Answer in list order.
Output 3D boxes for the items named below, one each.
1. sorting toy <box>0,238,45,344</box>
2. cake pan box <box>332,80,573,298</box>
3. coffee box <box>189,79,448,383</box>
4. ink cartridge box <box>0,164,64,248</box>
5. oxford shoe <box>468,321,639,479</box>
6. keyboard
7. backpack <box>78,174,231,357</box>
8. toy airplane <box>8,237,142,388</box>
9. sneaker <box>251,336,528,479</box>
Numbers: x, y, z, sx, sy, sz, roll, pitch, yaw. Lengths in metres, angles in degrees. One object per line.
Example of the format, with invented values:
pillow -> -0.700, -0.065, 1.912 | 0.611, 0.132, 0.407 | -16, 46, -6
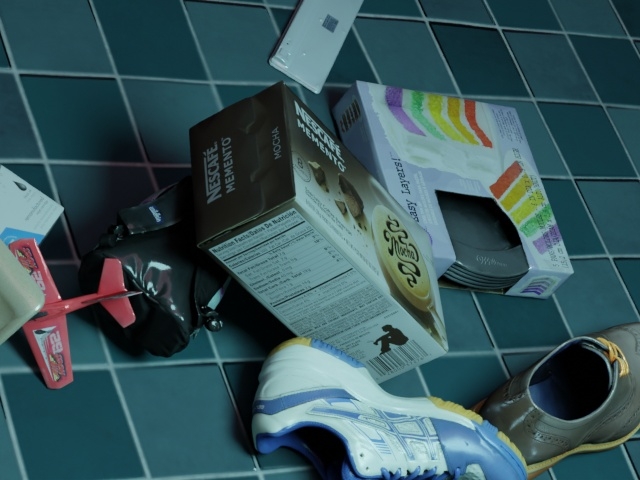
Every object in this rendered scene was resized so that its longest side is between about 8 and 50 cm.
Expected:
sorting toy -> -0.377, 0.049, 1.609 | 0.193, 0.208, 0.038 | 50, 2, 10
cake pan box -> 0.155, -0.054, 2.152 | 0.245, 0.070, 0.267 | 7, 52, -29
coffee box -> 0.000, 0.000, 1.859 | 0.297, 0.119, 0.168 | 45, 28, -40
ink cartridge box -> -0.355, -0.036, 1.774 | 0.180, 0.060, 0.104 | 35, 43, -6
oxford shoe -> 0.309, 0.162, 2.029 | 0.363, 0.133, 0.130 | -26, 72, -46
keyboard -> 0.003, -0.274, 2.270 | 0.072, 0.014, 0.256 | 36, 42, -12
backpack -> -0.156, 0.018, 1.831 | 0.152, 0.115, 0.182 | 48, 39, -12
toy airplane -> -0.242, 0.060, 1.731 | 0.151, 0.151, 0.028 | 35, 11, -6
sneaker -> 0.064, 0.217, 1.842 | 0.296, 0.112, 0.131 | 24, 52, -5
